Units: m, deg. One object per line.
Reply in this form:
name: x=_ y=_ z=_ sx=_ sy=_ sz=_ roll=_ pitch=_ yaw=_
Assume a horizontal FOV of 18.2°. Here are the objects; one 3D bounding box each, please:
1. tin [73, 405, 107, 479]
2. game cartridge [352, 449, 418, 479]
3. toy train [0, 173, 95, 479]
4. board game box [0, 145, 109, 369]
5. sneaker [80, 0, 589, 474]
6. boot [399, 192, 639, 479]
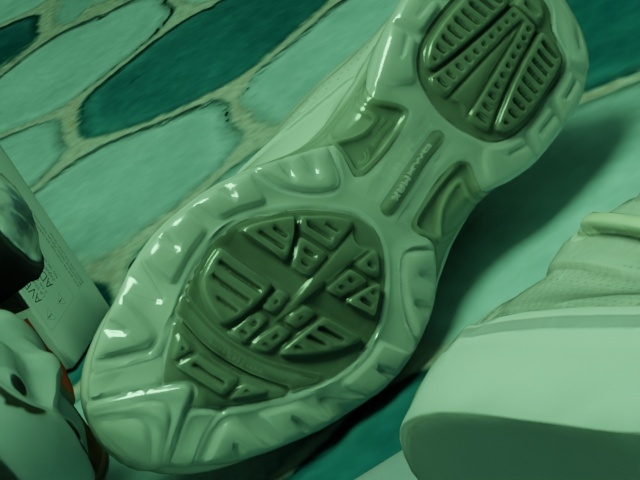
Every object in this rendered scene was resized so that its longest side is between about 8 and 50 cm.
tin: x=-0.165 y=0.104 z=0.752 sx=0.190 sy=0.040 sz=0.106 roll=-20 pitch=20 yaw=29
game cartridge: x=0.085 y=0.100 z=0.393 sx=0.196 sy=0.060 sz=0.294 roll=-28 pitch=21 yaw=0
toy train: x=-0.218 y=0.108 z=0.634 sx=0.334 sy=0.142 sz=0.190 roll=-35 pitch=44 yaw=4
board game box: x=-0.268 y=0.014 z=0.872 sx=0.305 sy=0.193 sz=0.053 roll=-22 pitch=23 yaw=26
sneaker: x=0.000 y=0.000 z=0.711 sx=0.232 sy=0.090 sz=0.115 roll=-45 pitch=5 yaw=-24
boot: x=0.122 y=0.011 z=0.330 sx=0.123 sy=0.095 sz=0.258 roll=-49 pitch=24 yaw=-21
